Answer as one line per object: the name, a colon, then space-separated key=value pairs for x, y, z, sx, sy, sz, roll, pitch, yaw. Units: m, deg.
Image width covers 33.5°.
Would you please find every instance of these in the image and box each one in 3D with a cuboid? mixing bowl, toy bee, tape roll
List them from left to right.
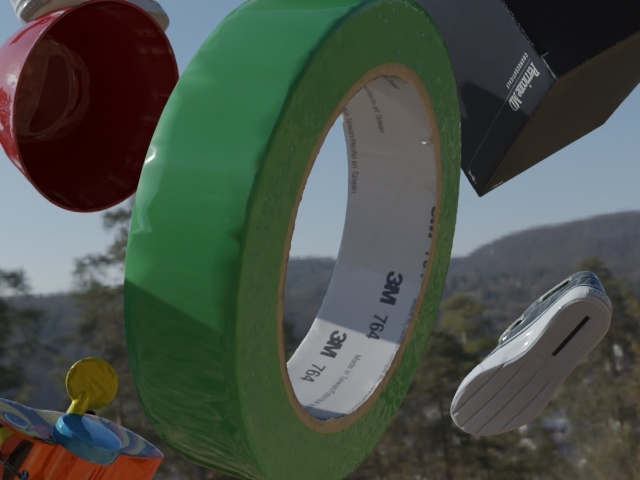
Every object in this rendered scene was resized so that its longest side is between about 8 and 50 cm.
toy bee: x=-0.282 y=0.197 z=1.071 sx=0.162 sy=0.195 sz=0.298 roll=33 pitch=-17 yaw=19
mixing bowl: x=-0.219 y=-0.124 z=0.915 sx=0.098 sy=0.182 sz=0.181 roll=19 pitch=8 yaw=34
tape roll: x=0.000 y=0.000 z=0.694 sx=0.077 sy=0.321 sz=0.321 roll=11 pitch=1 yaw=25

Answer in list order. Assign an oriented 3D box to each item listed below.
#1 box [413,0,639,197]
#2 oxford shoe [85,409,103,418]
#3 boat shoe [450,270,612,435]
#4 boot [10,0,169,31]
box: x=0.176 y=-0.256 z=1.053 sx=0.179 sy=0.313 sz=0.343 roll=-29 pitch=-10 yaw=-9
oxford shoe: x=-0.318 y=0.270 z=1.395 sx=0.097 sy=0.098 sz=0.271 roll=41 pitch=-15 yaw=-29
boat shoe: x=0.341 y=0.184 z=1.687 sx=0.335 sy=0.121 sz=0.119 roll=-47 pitch=6 yaw=28
boot: x=-0.265 y=-0.285 z=1.178 sx=0.095 sy=0.123 sz=0.258 roll=-32 pitch=-7 yaw=16
